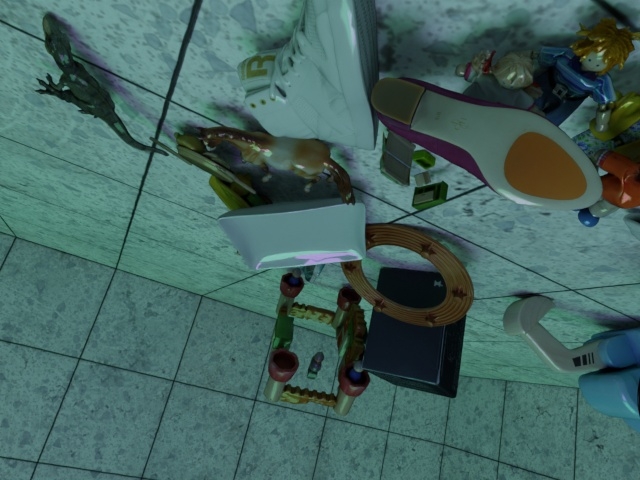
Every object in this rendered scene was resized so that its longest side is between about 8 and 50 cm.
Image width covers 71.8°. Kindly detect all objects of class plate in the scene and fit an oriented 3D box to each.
[{"bbox_3d":[-0.044,-0.014,0.925,0.277,0.045,0.277,-6,155,4],"label":"plate"}]

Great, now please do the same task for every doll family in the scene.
[{"bbox_3d":[0.272,-0.136,0.456,0.262,0.118,0.163,36,169,4],"label":"doll family"}]

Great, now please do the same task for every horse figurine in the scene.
[{"bbox_3d":[-0.059,-0.134,0.745,0.263,0.066,0.174,15,167,4],"label":"horse figurine"}]

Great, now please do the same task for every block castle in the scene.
[{"bbox_3d":[-0.005,0.299,1.407,0.302,0.453,0.213,15,120,-8],"label":"block castle"}]

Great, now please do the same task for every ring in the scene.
[{"bbox_3d":[0.192,0.098,1.055,0.336,0.032,0.337,22,142,18],"label":"ring"}]

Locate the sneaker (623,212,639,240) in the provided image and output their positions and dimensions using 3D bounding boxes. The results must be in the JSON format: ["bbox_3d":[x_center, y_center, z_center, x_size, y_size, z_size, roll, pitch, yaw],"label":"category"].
[{"bbox_3d":[0.531,-0.030,0.604,0.094,0.080,0.212,32,159,-13],"label":"sneaker"}]

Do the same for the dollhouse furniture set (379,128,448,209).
[{"bbox_3d":[0.128,-0.103,0.677,0.151,0.076,0.058,26,157,-34],"label":"dollhouse furniture set"}]

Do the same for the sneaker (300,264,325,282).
[{"bbox_3d":[-0.034,0.082,1.374,0.076,0.065,0.166,31,157,1],"label":"sneaker"}]

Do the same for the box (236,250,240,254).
[{"bbox_3d":[-0.198,0.039,1.397,0.081,0.028,0.136,27,159,-33],"label":"box"}]

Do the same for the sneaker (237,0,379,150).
[{"bbox_3d":[-0.024,-0.192,0.485,0.169,0.108,0.292,7,162,11],"label":"sneaker"}]

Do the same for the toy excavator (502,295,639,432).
[{"bbox_3d":[0.754,0.330,1.174,0.444,0.434,0.222,-11,167,-15],"label":"toy excavator"}]

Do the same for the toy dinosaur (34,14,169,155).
[{"bbox_3d":[-0.362,-0.220,0.699,0.118,0.064,0.268,17,158,25],"label":"toy dinosaur"}]

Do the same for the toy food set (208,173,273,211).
[{"bbox_3d":[-0.157,-0.088,0.959,0.128,0.071,0.218,34,166,20],"label":"toy food set"}]

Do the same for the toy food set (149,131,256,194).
[{"bbox_3d":[-0.203,-0.149,0.805,0.191,0.039,0.132,26,176,24],"label":"toy food set"}]

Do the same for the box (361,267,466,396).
[{"bbox_3d":[0.302,0.292,1.339,0.211,0.294,0.395,5,159,25],"label":"box"}]

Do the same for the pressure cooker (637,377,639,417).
[{"bbox_3d":[0.723,0.202,0.663,0.419,0.370,0.376,9,157,4],"label":"pressure cooker"}]

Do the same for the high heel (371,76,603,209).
[{"bbox_3d":[0.168,-0.105,0.472,0.243,0.082,0.117,24,-163,12],"label":"high heel"}]
